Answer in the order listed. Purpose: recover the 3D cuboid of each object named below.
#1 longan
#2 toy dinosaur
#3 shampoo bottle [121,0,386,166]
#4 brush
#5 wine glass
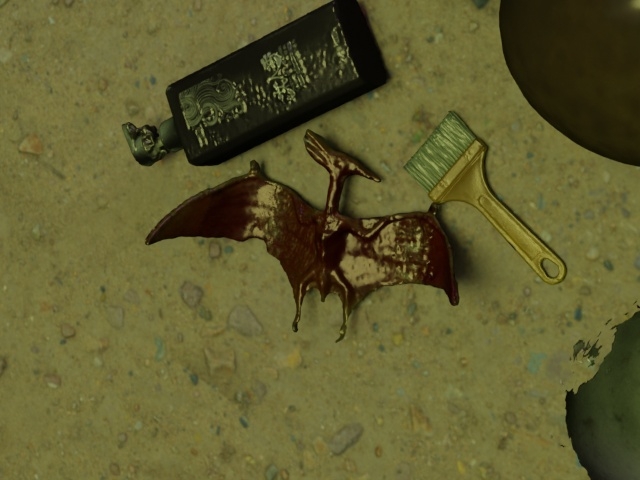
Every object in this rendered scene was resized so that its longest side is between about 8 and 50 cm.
[{"bbox_3d":[0.322,-0.205,1.604,0.350,0.288,0.288,-16,87,39],"label":"longan"},{"bbox_3d":[0.004,0.010,1.909,0.327,0.113,0.207,39,112,20],"label":"toy dinosaur"},{"bbox_3d":[-0.078,-0.151,1.967,0.309,0.071,0.098,-24,85,32],"label":"shampoo bottle"},{"bbox_3d":[0.174,-0.032,1.864,0.205,0.011,0.083,48,114,17],"label":"brush"},{"bbox_3d":[0.350,0.120,1.577,0.190,0.357,0.191,4,98,33],"label":"wine glass"}]
